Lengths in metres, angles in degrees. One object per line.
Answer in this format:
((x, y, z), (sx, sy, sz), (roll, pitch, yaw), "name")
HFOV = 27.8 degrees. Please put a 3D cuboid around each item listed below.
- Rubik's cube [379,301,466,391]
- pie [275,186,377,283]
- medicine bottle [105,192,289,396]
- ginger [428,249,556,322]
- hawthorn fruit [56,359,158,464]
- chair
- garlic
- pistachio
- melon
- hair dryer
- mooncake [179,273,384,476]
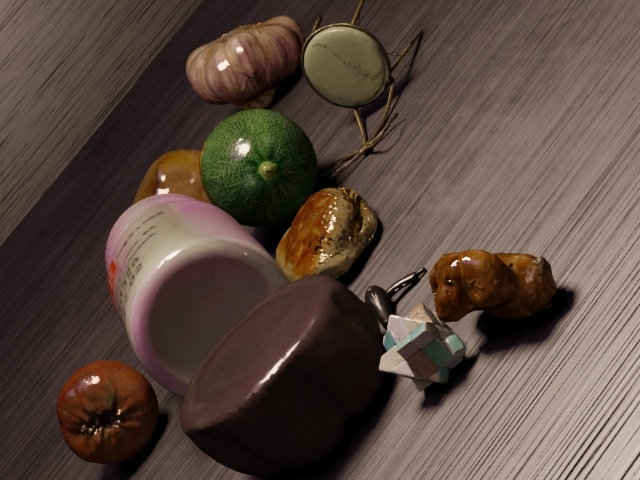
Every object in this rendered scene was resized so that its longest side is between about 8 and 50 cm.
((0.101, 0.113, 1.325), (0.075, 0.084, 0.073), (-58, 11, 24), "Rubik's cube")
((0.000, 0.000, 1.741), (0.163, 0.079, 0.193), (-53, 22, 3), "pie")
((-0.182, 0.061, 1.794), (0.219, 0.219, 0.388), (-49, 21, -1), "medicine bottle")
((0.159, 0.048, 1.301), (0.162, 0.103, 0.073), (176, 97, -72), "ginger")
((-0.299, 0.227, 1.842), (0.149, 0.149, 0.189), (-41, 24, 20), "hawthorn fruit")
((0.048, -0.261, 2.006), (0.160, 0.170, 0.326), (-31, 20, 35), "chair")
((-0.135, -0.336, 2.518), (0.245, 0.160, 0.245), (-26, 13, 7), "garlic")
((-0.243, -0.065, 2.254), (0.212, 0.163, 0.260), (-34, 0, -23), "pistachio")
((-0.093, -0.109, 1.955), (0.182, 0.182, 0.287), (-50, 6, -3), "melon")
((0.092, 0.062, 1.516), (0.083, 0.031, 0.079), (-38, 32, 6), "hair dryer")
((-0.040, 0.153, 1.460), (0.245, 0.133, 0.245), (-41, 21, 20), "mooncake")
